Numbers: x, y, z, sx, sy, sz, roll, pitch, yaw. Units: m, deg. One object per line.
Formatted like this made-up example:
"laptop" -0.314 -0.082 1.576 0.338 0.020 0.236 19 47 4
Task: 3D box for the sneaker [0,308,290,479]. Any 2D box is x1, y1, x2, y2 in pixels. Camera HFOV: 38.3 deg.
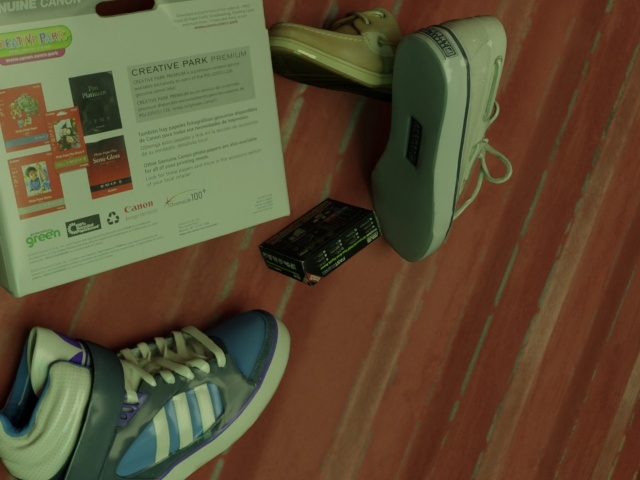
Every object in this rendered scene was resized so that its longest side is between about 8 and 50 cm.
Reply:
"sneaker" -0.197 0.144 0.992 0.323 0.130 0.236 -44 130 -14

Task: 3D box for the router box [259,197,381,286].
"router box" 0.000 0.000 1.133 0.122 0.092 0.038 -35 122 -25

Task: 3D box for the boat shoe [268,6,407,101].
"boat shoe" 0.048 -0.229 1.103 0.302 0.109 0.098 4 95 -45

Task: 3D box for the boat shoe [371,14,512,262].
"boat shoe" 0.162 -0.125 1.131 0.156 0.136 0.367 -25 144 -22

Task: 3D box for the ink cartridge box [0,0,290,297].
"ink cartridge box" -0.201 -0.125 0.914 0.309 0.130 0.272 -18 111 -34
